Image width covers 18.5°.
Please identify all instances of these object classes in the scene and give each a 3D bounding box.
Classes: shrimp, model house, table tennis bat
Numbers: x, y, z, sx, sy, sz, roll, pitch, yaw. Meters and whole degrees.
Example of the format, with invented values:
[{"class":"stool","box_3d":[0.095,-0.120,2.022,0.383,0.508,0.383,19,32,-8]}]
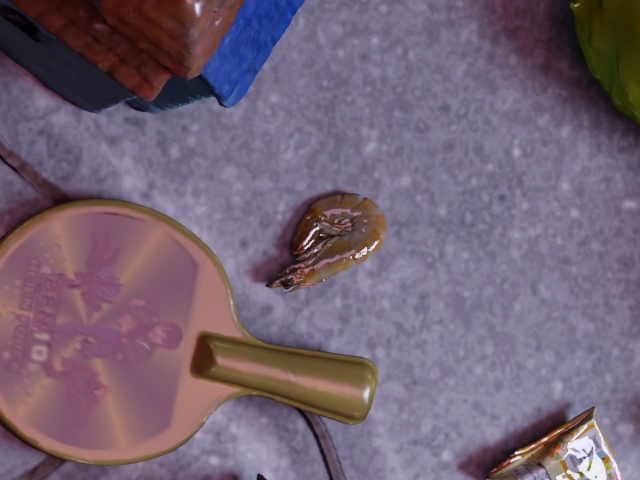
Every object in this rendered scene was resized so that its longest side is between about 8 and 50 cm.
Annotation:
[{"class":"shrimp","box_3d":[0.000,0.000,1.525,0.108,0.023,0.059,-25,89,-14]},{"class":"model house","box_3d":[-0.130,-0.232,1.324,0.295,0.329,0.251,38,85,-15]},{"class":"table tennis bat","box_3d":[-0.111,0.082,1.487,0.321,0.050,0.198,14,87,-12]}]

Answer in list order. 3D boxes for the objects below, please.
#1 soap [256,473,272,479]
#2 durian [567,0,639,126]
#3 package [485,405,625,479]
[{"class":"soap","box_3d":[-0.124,0.315,1.455,0.289,0.112,0.182,-24,96,-12]},{"class":"durian","box_3d":[0.362,-0.150,1.543,0.340,0.204,0.255,-11,71,-9]},{"class":"package","box_3d":[0.201,0.204,1.583,0.108,0.031,0.120,-33,105,-12]}]
